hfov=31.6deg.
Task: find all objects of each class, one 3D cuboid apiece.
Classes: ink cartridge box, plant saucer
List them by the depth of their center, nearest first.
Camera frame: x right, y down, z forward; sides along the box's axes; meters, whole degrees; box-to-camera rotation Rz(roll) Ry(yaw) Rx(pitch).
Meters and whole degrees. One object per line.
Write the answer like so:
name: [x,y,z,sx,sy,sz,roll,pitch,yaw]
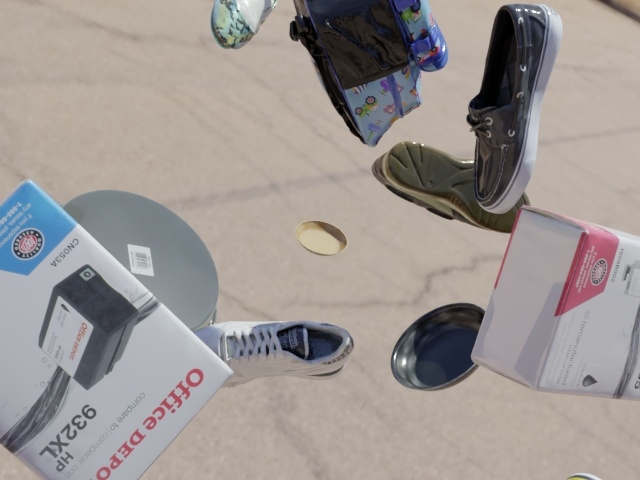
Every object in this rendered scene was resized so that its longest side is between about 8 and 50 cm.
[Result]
ink cartridge box: [-0.284,0.117,1.227,0.307,0.223,0.129,45,-12,-14]
ink cartridge box: [0.349,0.086,1.432,0.283,0.207,0.117,11,9,-40]
plant saucer: [0.000,0.000,1.741,0.083,0.015,0.083,11,36,-8]

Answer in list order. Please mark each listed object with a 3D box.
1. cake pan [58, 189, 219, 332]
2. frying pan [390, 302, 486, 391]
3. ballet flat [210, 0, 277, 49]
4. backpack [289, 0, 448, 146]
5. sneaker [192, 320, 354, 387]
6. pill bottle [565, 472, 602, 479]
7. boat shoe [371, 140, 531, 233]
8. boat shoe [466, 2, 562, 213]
cake pan: [-0.263,0.043,1.561,0.293,0.054,0.293,22,42,-22]
frying pan: [0.264,0.149,1.977,0.053,0.326,0.197,55,-7,-31]
ballet flat: [-0.085,-0.286,1.364,0.070,0.070,0.188,26,29,-8]
backpack: [0.045,-0.177,0.990,0.158,0.116,0.173,-102,168,-48]
sneaker: [-0.075,0.135,1.440,0.235,0.090,0.095,-5,-15,-7]
pill bottle: [0.394,0.464,1.802,0.103,0.103,0.184,36,49,20]
boat shoe: [0.167,-0.068,1.446,0.223,0.080,0.073,20,-8,-25]
boat shoe: [0.192,-0.141,1.205,0.076,0.229,0.080,4,20,-29]
